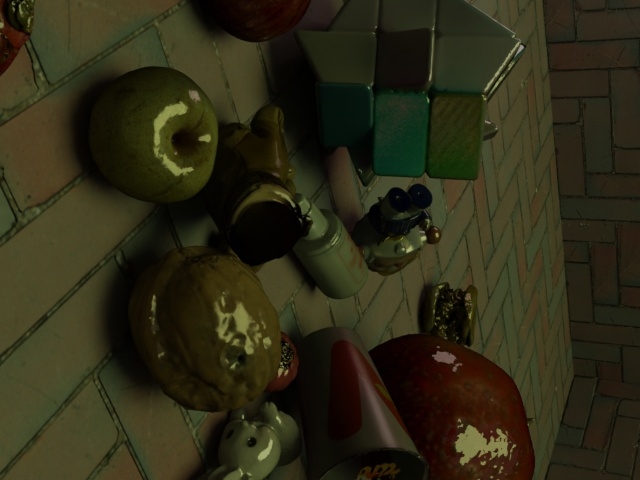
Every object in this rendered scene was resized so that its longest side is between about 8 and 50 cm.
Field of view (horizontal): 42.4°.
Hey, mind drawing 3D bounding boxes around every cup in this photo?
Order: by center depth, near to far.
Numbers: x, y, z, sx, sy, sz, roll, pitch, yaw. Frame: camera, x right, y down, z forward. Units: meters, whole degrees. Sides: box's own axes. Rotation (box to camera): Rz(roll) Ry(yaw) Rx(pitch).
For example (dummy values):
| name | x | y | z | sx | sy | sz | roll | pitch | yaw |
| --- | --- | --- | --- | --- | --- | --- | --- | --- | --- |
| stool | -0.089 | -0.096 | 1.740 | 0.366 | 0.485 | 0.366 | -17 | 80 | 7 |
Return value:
| name | x | y | z | sx | sy | sz | roll | pitch | yaw |
| --- | --- | --- | --- | --- | --- | --- | --- | --- | --- |
| cup | 0.046 | 0.292 | 1.385 | 0.288 | 0.203 | 0.203 | -111 | 176 | -47 |

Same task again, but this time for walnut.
| name | x | y | z | sx | sy | sz | roll | pitch | yaw |
| --- | --- | --- | --- | --- | --- | --- | --- | --- | --- |
| walnut | -0.148 | 0.117 | 1.087 | 0.198 | 0.198 | 0.245 | -52 | 129 | -47 |

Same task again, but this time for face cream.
| name | x | y | z | sx | sy | sz | roll | pitch | yaw |
| --- | --- | --- | --- | --- | --- | --- | --- | --- | --- |
| face cream | 0.000 | 0.000 | 1.452 | 0.251 | 0.101 | 0.101 | 58 | 44 | -48 |

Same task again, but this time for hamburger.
| name | x | y | z | sx | sy | sz | roll | pitch | yaw |
| --- | --- | --- | --- | --- | --- | --- | --- | --- | --- |
| hamburger | 0.327 | 0.189 | 2.079 | 0.159 | 0.131 | 0.185 | -65 | 153 | -50 |

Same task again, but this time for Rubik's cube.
| name | x | y | z | sx | sy | sz | roll | pitch | yaw |
| --- | --- | --- | --- | --- | --- | --- | --- | --- | --- |
| Rubik's cube | 0.154 | -0.271 | 1.428 | 0.368 | 0.387 | 0.358 | -53 | 172 | 3 |

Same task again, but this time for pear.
| name | x | y | z | sx | sy | sz | roll | pitch | yaw |
| --- | --- | --- | --- | --- | --- | --- | --- | --- | --- |
| pear | -0.204 | -0.128 | 1.012 | 0.167 | 0.137 | 0.167 | -18 | 111 | -58 |

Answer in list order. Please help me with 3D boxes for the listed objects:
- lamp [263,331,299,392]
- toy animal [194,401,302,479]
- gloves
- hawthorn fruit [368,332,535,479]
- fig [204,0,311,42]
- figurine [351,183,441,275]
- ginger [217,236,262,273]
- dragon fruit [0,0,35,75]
| name | x | y | z | sx | sy | sz | roll | pitch | yaw |
| --- | --- | --- | --- | --- | --- | --- | --- | --- | --- |
| lamp | -0.084 | 0.190 | 1.320 | 0.107 | 0.092 | 0.107 | 26 | 48 | -33 |
| toy animal | -0.125 | 0.330 | 1.247 | 0.221 | 0.104 | 0.130 | -28 | 119 | -59 |
| gloves | -0.100 | -0.086 | 1.175 | 0.331 | 0.141 | 0.154 | -107 | -177 | -61 |
| hawthorn fruit | 0.233 | 0.371 | 1.594 | 0.403 | 0.403 | 0.402 | -12 | 104 | -61 |
| fig | -0.064 | -0.374 | 1.175 | 0.175 | 0.207 | 0.175 | -1 | 90 | -72 |
| figurine | 0.129 | -0.022 | 1.592 | 0.274 | 0.194 | 0.133 | 58 | 11 | -67 |
| ginger | -0.113 | 0.009 | 1.281 | 0.214 | 0.059 | 0.133 | -67 | 151 | -30 |
| dragon fruit | -0.334 | -0.224 | 0.794 | 0.102 | 0.096 | 0.147 | -30 | 117 | -54 |
